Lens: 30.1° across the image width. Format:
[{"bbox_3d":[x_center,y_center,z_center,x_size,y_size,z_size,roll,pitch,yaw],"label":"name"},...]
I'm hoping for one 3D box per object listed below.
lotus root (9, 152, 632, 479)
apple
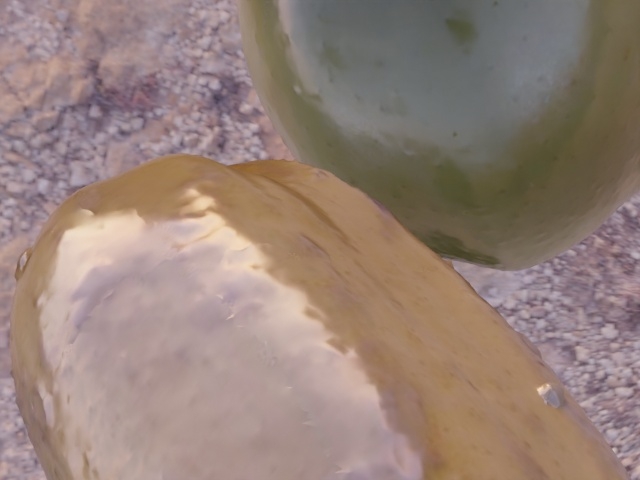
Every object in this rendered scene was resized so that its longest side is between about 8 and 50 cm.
[{"bbox_3d":[0.012,0.096,0.397,0.342,0.169,0.151,51,123,34],"label":"lotus root"},{"bbox_3d":[0.146,-0.207,1.165,0.474,0.474,0.473,-2,86,24],"label":"apple"}]
